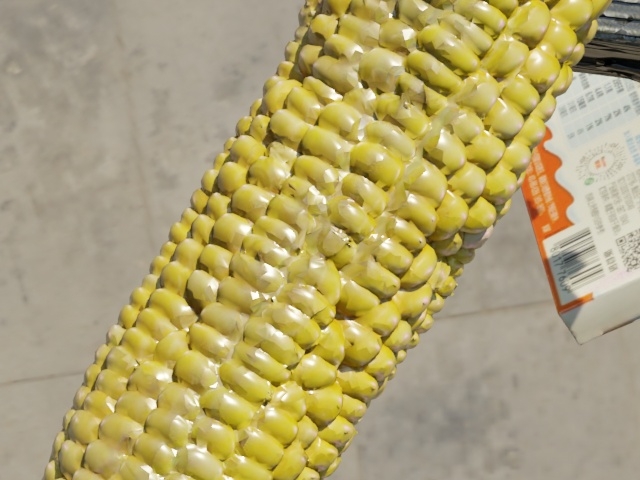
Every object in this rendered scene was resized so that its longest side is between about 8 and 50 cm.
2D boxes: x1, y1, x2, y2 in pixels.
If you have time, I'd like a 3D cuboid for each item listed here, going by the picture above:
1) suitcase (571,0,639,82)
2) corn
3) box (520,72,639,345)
[{"bbox_3d":[0.194,-0.195,0.907,0.335,0.152,0.229,4,90,-25],"label":"suitcase"},{"bbox_3d":[0.000,0.000,0.548,0.101,0.101,0.291,33,85,-28],"label":"corn"},{"bbox_3d":[0.285,-0.074,1.312,0.048,0.265,0.273,52,20,-36],"label":"box"}]
